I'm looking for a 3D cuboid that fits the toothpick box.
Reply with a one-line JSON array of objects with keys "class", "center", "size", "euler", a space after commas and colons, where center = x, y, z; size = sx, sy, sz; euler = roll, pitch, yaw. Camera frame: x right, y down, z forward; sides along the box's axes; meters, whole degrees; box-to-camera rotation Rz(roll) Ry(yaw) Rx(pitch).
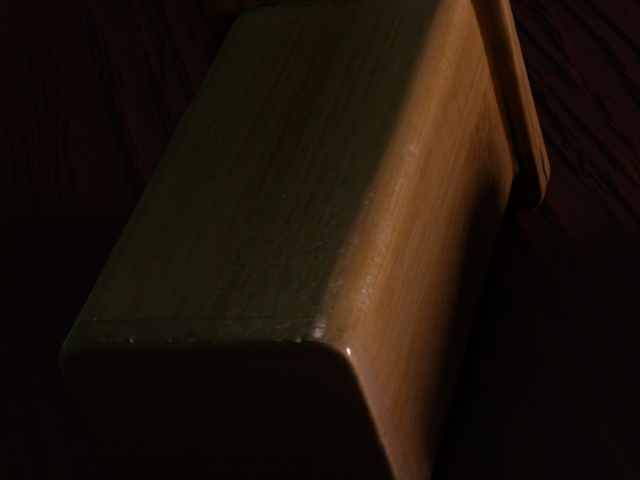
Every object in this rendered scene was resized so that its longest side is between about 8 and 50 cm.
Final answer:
[{"class": "toothpick box", "center": [0.000, 0.000, 0.782], "size": [0.188, 0.190, 0.308], "euler": [-2, 41, 21]}]
